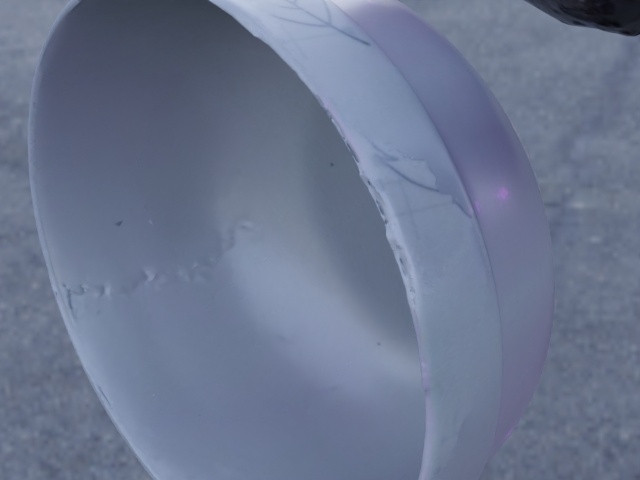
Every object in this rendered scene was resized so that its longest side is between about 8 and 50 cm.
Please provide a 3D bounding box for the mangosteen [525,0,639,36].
[{"bbox_3d":[0.195,-0.201,0.705,0.287,0.233,0.287,14,24,-6],"label":"mangosteen"}]

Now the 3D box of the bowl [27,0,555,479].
[{"bbox_3d":[0.000,0.000,0.720,0.144,0.287,0.287,-23,32,-34],"label":"bowl"}]
